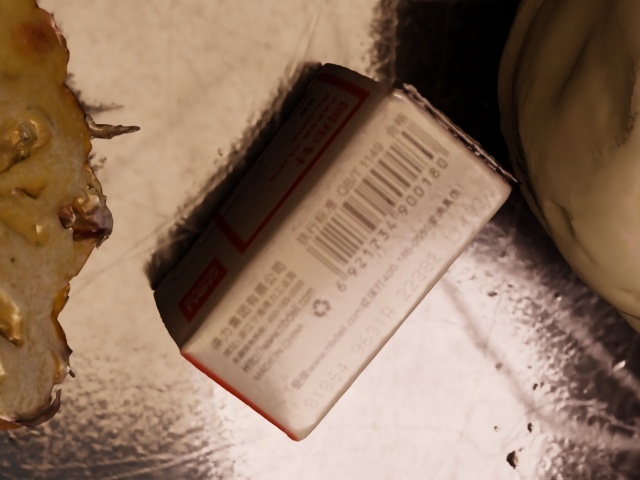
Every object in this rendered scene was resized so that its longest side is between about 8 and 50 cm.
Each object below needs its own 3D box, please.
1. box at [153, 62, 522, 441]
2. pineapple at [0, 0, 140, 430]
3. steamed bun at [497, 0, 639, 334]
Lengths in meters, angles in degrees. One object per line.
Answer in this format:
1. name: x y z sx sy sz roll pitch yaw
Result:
1. box: 0.000 0.000 0.724 0.099 0.133 0.182 39 92 -16
2. pineapple: -0.260 -0.041 0.672 0.209 0.286 0.344 -11 96 -55
3. steamed bun: 0.265 -0.104 0.700 0.352 0.247 0.339 -39 132 18
